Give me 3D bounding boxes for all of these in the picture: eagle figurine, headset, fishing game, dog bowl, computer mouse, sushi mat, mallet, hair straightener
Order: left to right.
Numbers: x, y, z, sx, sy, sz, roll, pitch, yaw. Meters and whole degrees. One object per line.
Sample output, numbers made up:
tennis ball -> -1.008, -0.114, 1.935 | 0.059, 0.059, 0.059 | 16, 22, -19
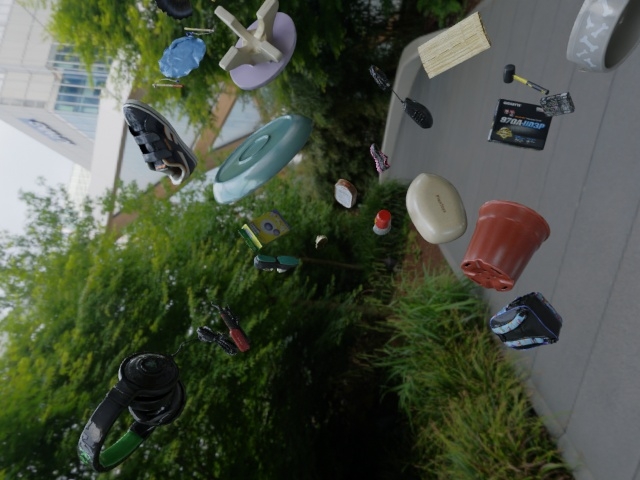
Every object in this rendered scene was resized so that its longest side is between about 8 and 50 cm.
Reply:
headset -> -0.375, 0.367, 1.015 | 0.394, 0.185, 0.243 | -54, -16, -39
fishing game -> -0.479, -0.633, 1.480 | 0.041, 0.189, 0.264 | 52, -128, -62
eagle figurine -> -0.436, -0.893, 1.416 | 0.298, 0.226, 0.225 | 14, 116, 52
hair straightener -> -0.338, 0.311, 1.610 | 0.230, 0.047, 0.089 | 57, -171, -19
computer mouse -> 0.232, -0.406, 1.186 | 0.041, 0.242, 0.071 | -39, 19, 40
sushi mat -> 0.569, -0.834, 1.832 | 0.019, 0.317, 0.151 | -32, -77, -35
mallet -> 0.719, -0.564, 1.487 | 0.189, 0.039, 0.062 | 48, 170, 44
dog bowl -> 0.902, -0.675, 1.281 | 0.349, 0.102, 0.348 | -28, -39, -26

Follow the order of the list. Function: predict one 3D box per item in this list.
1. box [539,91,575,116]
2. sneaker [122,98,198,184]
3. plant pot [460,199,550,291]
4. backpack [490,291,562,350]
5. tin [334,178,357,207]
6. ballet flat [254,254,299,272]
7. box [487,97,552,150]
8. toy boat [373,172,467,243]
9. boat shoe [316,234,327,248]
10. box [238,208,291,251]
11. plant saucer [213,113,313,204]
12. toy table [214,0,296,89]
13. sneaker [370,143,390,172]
box -> 0.743, -0.425, 1.332 | 0.067, 0.083, 0.018 | 47, -115, -28
sneaker -> -0.546, -0.319, 1.432 | 0.321, 0.126, 0.127 | 50, -134, -45
plant pot -> 0.685, 0.032, 1.622 | 0.265, 0.272, 0.272 | -55, -14, -19
backpack -> 0.633, 0.258, 1.326 | 0.117, 0.158, 0.173 | -41, -3, -38
tin -> 0.117, -0.217, 1.995 | 0.040, 0.106, 0.189 | -55, -14, -20
ballet flat -> -0.192, 0.103, 1.833 | 0.074, 0.203, 0.074 | -19, 68, 60
box -> 0.825, -0.477, 1.756 | 0.051, 0.220, 0.175 | -44, -33, -80
toy boat -> 0.341, -0.097, 1.504 | 0.148, 0.319, 0.267 | 77, 179, -73
boat shoe -> 0.000, 0.000, 1.972 | 0.135, 0.050, 0.045 | 121, 142, -66
box -> -0.205, -0.038, 1.560 | 0.179, 0.105, 0.043 | -34, -5, -39
plant saucer -> -0.157, -0.218, 1.069 | 0.043, 0.318, 0.317 | 48, -147, -28
toy table -> -0.202, -0.623, 1.336 | 0.274, 0.252, 0.161 | -62, -8, 4
sneaker -> 0.241, -0.330, 1.675 | 0.047, 0.057, 0.119 | -28, -83, -46
